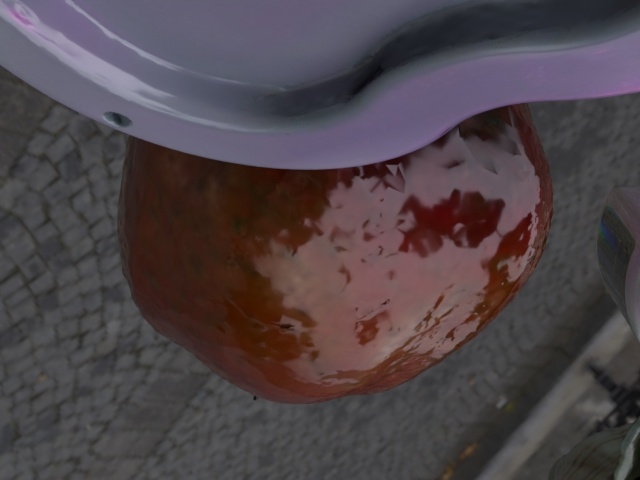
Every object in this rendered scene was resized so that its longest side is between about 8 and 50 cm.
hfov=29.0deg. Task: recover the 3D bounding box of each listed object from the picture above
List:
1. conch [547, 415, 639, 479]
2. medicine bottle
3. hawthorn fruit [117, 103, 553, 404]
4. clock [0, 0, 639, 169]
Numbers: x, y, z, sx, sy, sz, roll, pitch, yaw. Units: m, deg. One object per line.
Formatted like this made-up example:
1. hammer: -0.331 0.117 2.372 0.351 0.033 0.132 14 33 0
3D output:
1. conch: 0.235 0.173 0.773 0.169 0.203 0.386 -61 142 -38
2. medicine bottle: 0.294 0.030 1.068 0.078 0.219 0.115 -2 106 3
3. hawthorn fruit: 0.000 0.000 0.734 0.254 0.254 0.300 -16 136 -38
4. clock: -0.010 -0.134 0.386 0.338 0.339 0.102 59 42 -58
